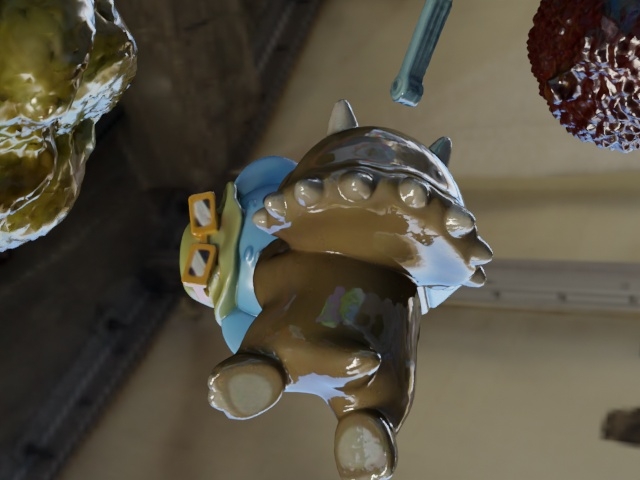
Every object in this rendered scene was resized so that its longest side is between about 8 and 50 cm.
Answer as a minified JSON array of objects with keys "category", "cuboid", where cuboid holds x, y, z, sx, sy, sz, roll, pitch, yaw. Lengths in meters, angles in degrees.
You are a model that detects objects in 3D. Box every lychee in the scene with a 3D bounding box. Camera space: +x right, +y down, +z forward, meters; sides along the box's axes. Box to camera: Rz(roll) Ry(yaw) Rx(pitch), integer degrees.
[{"category":"lychee","cuboid":[0.191,-0.118,0.913,0.123,0.129,0.123,-16,-90,-90]}]

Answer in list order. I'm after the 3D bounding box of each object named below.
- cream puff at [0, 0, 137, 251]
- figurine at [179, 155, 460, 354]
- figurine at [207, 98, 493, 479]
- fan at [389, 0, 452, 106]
[{"category":"cream puff","cuboid":[-0.174,-0.091,0.466,0.196,0.244,0.244,-30,-67,-25]},{"category":"figurine","cuboid":[0.001,0.003,1.373,0.154,0.262,0.180,-82,-23,-87]},{"category":"figurine","cuboid":[0.031,0.018,1.106,0.177,0.173,0.247,29,-139,0]},{"category":"fan","cuboid":[0.077,-0.162,0.792,0.016,0.038,0.193,17,-83,-36]}]
